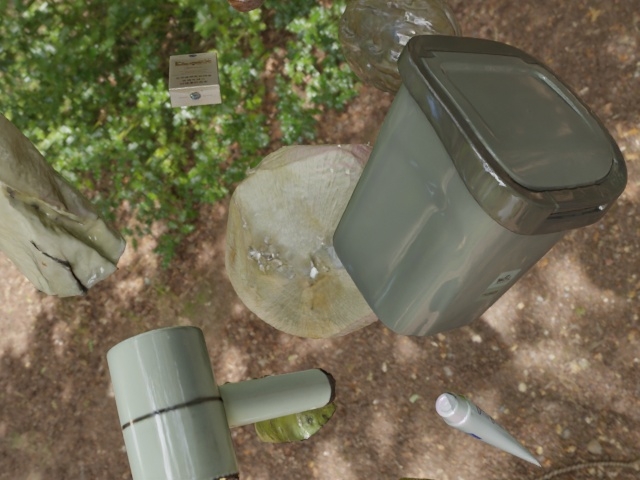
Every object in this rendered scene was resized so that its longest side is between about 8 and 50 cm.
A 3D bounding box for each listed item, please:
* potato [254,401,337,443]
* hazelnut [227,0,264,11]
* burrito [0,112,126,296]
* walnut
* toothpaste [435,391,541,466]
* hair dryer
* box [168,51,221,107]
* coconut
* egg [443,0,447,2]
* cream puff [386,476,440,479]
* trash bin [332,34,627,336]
[{"bbox_3d":[-0.080,0.407,1.630,0.160,0.111,0.272,-35,6,-34],"label":"potato"},{"bbox_3d":[-0.139,-0.468,1.253,0.086,0.086,0.086,-28,39,26],"label":"hazelnut"},{"bbox_3d":[-0.436,-0.063,0.957,0.190,0.332,0.135,8,52,39],"label":"burrito"},{"bbox_3d":[0.123,-0.325,1.077,0.230,0.178,0.178,30,79,33],"label":"walnut"},{"bbox_3d":[0.185,0.208,0.724,0.033,0.218,0.052,-54,44,-2],"label":"toothpaste"},{"bbox_3d":[-0.102,0.220,0.918,0.128,0.362,0.203,-36,65,39],"label":"hair dryer"},{"bbox_3d":[-0.135,-0.174,0.715,0.053,0.024,0.083,-6,39,-5],"label":"box"},{"bbox_3d":[0.000,0.000,1.271,0.405,0.404,0.404,-28,39,26],"label":"coconut"},{"bbox_3d":[0.187,-0.476,1.234,0.114,0.152,0.114,1,92,24],"label":"egg"},{"bbox_3d":[0.172,0.558,1.124,0.291,0.324,0.257,7,53,2],"label":"cream puff"},{"bbox_3d":[0.146,-0.045,0.699,0.219,0.220,0.250,59,138,31],"label":"trash bin"}]
